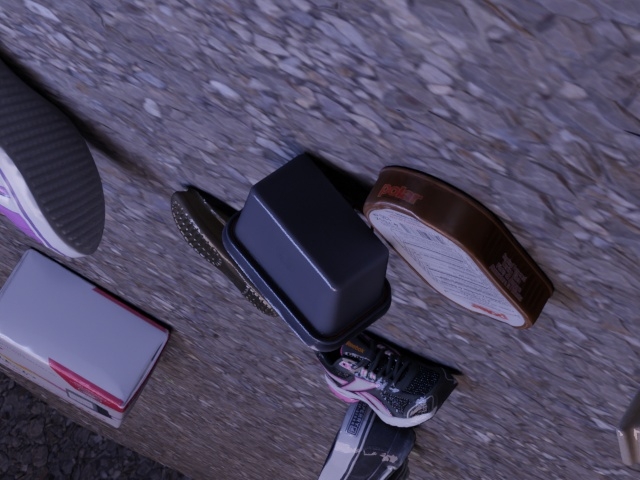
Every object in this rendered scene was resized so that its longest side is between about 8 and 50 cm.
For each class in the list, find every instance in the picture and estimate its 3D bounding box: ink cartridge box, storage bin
[{"bbox_3d":[-0.337,0.142,2.568,0.226,0.131,0.306,30,165,-1],"label":"ink cartridge box"},{"bbox_3d":[0.000,0.000,1.418,0.135,0.098,0.091,50,159,14],"label":"storage bin"}]

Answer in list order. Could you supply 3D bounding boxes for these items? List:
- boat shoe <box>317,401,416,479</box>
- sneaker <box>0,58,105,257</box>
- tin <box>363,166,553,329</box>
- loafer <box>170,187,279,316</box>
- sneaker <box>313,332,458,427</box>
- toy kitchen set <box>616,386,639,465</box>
[{"bbox_3d":[0.059,0.279,2.291,0.105,0.113,0.306,23,151,3],"label":"boat shoe"},{"bbox_3d":[-0.317,-0.083,1.676,0.161,0.102,0.282,-9,136,31],"label":"sneaker"},{"bbox_3d":[0.100,0.008,1.366,0.106,0.040,0.189,24,166,40],"label":"tin"},{"bbox_3d":[-0.077,0.005,1.699,0.148,0.050,0.056,48,160,-9],"label":"loafer"},{"bbox_3d":[0.053,0.130,1.847,0.178,0.072,0.077,7,143,46],"label":"sneaker"},{"bbox_3d":[0.342,0.198,1.463,0.166,0.122,0.207,20,143,37],"label":"toy kitchen set"}]
